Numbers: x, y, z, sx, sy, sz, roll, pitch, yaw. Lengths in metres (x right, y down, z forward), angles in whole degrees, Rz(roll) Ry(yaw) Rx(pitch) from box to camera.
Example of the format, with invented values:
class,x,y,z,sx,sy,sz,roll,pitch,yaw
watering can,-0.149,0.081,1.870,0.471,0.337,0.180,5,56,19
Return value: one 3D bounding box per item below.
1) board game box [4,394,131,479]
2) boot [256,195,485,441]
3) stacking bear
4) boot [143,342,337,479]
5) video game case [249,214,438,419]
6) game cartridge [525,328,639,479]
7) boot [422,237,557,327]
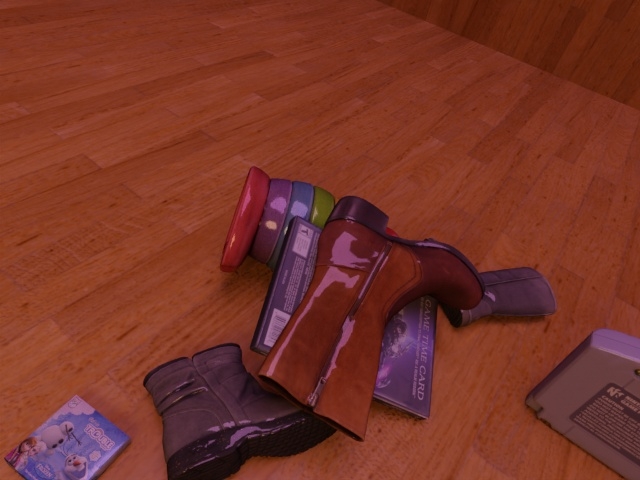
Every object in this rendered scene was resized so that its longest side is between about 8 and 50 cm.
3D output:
class,x,y,z,sx,sy,sz,roll,pitch,yaw
board game box,-0.282,0.236,0.490,0.090,0.020,0.090,28,43,14
boot,0.088,0.107,0.553,0.264,0.096,0.281,34,53,-17
stacking bear,0.000,0.000,0.717,0.288,0.165,0.175,18,6,-13
boot,-0.088,0.191,0.554,0.246,0.084,0.161,-8,42,-25
video game case,0.053,0.108,0.606,0.274,0.026,0.196,29,54,-21
game cartridge,0.452,0.247,0.559,0.294,0.196,0.060,34,47,18
boot,0.304,0.066,0.794,0.208,0.076,0.190,-11,62,-16
